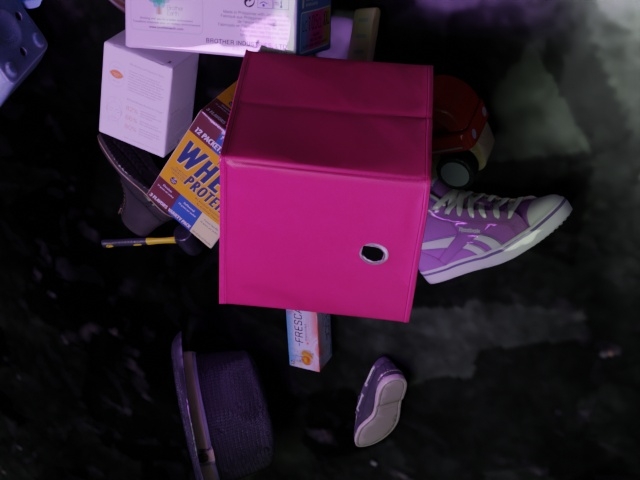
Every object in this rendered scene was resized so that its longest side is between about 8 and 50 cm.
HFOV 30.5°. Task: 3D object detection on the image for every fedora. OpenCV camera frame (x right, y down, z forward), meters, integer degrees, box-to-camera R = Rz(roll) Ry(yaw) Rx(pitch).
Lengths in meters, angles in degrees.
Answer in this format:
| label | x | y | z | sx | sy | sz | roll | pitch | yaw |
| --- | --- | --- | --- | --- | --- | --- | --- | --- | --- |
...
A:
| label | x | y | z | sx | sy | sz | roll | pitch | yaw |
| --- | --- | --- | --- | --- | --- | --- | --- | --- | --- |
| fedora | -0.169 | 0.317 | 2.146 | 0.152 | 0.334 | 0.334 | -12 | 117 | -4 |

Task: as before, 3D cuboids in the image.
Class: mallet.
| label | x | y | z | sx | sy | sz | roll | pitch | yaw |
| --- | --- | --- | --- | --- | --- | --- | --- | --- | --- |
| mallet | -0.299 | 0.006 | 2.098 | 0.189 | 0.039 | 0.062 | -6 | 150 | 24 |

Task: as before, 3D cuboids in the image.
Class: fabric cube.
| label | x | y | z | sx | sy | sz | roll | pitch | yaw |
| --- | --- | --- | --- | --- | --- | --- | --- | --- | --- |
| fabric cube | 0.009 | -0.074 | 1.556 | 0.258 | 0.259 | 0.254 | 6 | 132 | 1 |

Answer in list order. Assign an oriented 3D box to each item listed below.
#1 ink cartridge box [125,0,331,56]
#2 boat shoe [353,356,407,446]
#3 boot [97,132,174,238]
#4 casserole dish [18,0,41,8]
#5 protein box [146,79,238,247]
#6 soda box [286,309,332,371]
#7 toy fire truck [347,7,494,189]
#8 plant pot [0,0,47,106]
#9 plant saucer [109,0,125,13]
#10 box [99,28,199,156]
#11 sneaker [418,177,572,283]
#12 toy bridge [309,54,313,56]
| label | x | y | z | sx | sy | sz | roll | pitch | yaw |
| --- | --- | --- | --- | --- | --- | --- | --- | --- | --- |
| ink cartridge box | -0.124 | -0.462 | 1.626 | 0.269 | 0.151 | 0.396 | 8 | 110 | 17 |
| boat shoe | 0.100 | 0.288 | 2.081 | 0.206 | 0.075 | 0.065 | 108 | 148 | -42 |
| boot | -0.342 | -0.094 | 2.067 | 0.198 | 0.077 | 0.137 | 50 | 134 | -5 |
| casserole dish | -0.499 | -0.479 | 1.936 | 0.114 | 0.037 | 0.188 | -1 | 117 | 29 |
| protein box | -0.133 | -0.135 | 1.843 | 0.136 | 0.200 | 0.201 | 40 | 129 | 0 |
| soda box | -0.020 | 0.136 | 2.040 | 0.062 | 0.058 | 0.183 | 11 | 122 | 22 |
| toy fire truck | 0.122 | -0.207 | 1.715 | 0.217 | 0.158 | 0.246 | -7 | 125 | 32 |
| plant pot | -0.610 | -0.309 | 1.956 | 0.252 | 0.248 | 0.247 | -17 | 120 | 28 |
| plant saucer | -0.264 | -0.467 | 1.810 | 0.310 | 0.050 | 0.311 | 13 | 123 | 20 |
| box | -0.282 | -0.246 | 1.925 | 0.130 | 0.091 | 0.171 | 23 | 127 | 15 |
| sneaker | 0.230 | -0.043 | 1.771 | 0.282 | 0.102 | 0.161 | -23 | 103 | 36 |
| toy bridge | -0.016 | -0.334 | 1.746 | 0.026 | 0.063 | 0.188 | 26 | 127 | 12 |
